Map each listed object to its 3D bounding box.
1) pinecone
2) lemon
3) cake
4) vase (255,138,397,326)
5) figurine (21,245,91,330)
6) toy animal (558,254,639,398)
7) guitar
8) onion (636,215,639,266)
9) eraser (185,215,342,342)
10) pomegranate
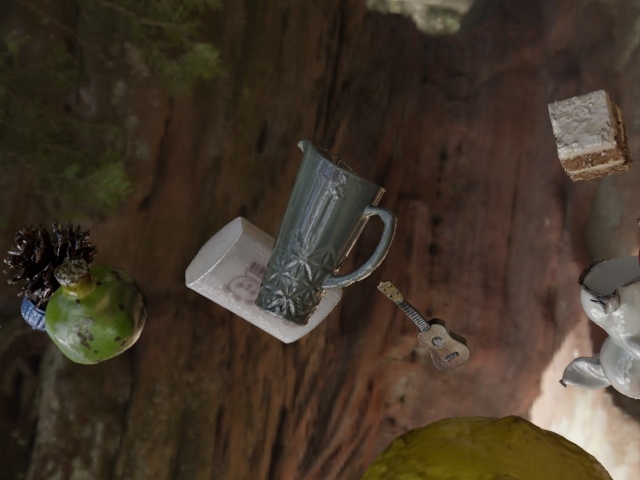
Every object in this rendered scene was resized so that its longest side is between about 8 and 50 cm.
[{"bbox_3d":[-0.389,0.031,1.461,0.140,0.121,0.140,-55,21,34],"label":"pinecone"},{"bbox_3d":[0.192,0.388,1.188,0.350,0.350,0.387,-98,14,-80],"label":"lemon"},{"bbox_3d":[0.526,-0.206,1.977,0.147,0.134,0.135,42,-139,-59],"label":"cake"},{"bbox_3d":[0.000,0.000,1.764,0.156,0.251,0.301,21,-86,-60],"label":"vase"},{"bbox_3d":[-0.412,0.067,1.577,0.086,0.087,0.149,34,-113,-49],"label":"figurine"},{"bbox_3d":[0.584,0.182,1.924,0.247,0.183,0.310,19,136,47],"label":"toy animal"},{"bbox_3d":[0.210,0.168,2.121,0.084,0.271,0.038,-36,22,20],"label":"guitar"},{"bbox_3d":[0.535,-0.006,1.548,0.150,0.140,0.150,-43,21,21],"label":"onion"},{"bbox_3d":[-0.110,0.083,2.008,0.174,0.270,0.095,-42,35,22],"label":"eraser"},{"bbox_3d":[-0.307,0.101,1.408,0.143,0.122,0.169,-35,-20,-24],"label":"pomegranate"}]
